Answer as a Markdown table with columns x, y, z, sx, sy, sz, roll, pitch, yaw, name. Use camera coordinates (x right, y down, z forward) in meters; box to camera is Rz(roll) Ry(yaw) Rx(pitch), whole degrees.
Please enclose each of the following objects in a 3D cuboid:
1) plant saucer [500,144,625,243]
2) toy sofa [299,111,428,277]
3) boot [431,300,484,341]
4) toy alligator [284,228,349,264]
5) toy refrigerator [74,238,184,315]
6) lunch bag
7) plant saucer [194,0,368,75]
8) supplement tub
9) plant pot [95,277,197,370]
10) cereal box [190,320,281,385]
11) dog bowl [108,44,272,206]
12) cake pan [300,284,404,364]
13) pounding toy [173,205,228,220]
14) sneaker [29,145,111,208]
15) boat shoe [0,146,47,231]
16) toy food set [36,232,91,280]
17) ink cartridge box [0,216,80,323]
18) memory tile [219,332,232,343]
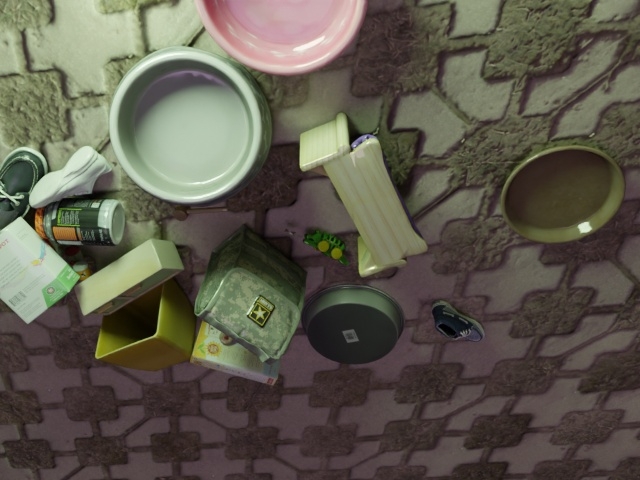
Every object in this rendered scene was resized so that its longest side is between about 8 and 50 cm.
| x | y | z | sx | sy | sz | roll | pitch | yaw | name |
| --- | --- | --- | --- | --- | --- | --- | --- | --- | --- |
| 0.556 | -0.108 | 1.578 | 0.278 | 0.041 | 0.278 | 2 | 129 | 3 | plant saucer |
| 0.104 | -0.104 | 1.550 | 0.177 | 0.150 | 0.362 | -21 | 125 | 15 | toy sofa |
| 0.376 | 0.245 | 1.855 | 0.190 | 0.086 | 0.069 | 32 | 125 | -20 | boot |
| 0.000 | 0.000 | 1.713 | 0.190 | 0.056 | 0.051 | 30 | 84 | -17 | toy alligator |
| -0.494 | 0.102 | 1.764 | 0.269 | 0.094 | 0.102 | -29 | 165 | 18 | toy refrigerator |
| -0.169 | 0.141 | 1.689 | 0.235 | 0.287 | 0.169 | 39 | 123 | -23 | lunch bag |
| -0.073 | -0.482 | 1.295 | 0.332 | 0.084 | 0.332 | 2 | 129 | 3 | plant saucer |
| -0.591 | -0.047 | 1.680 | 0.190 | 0.117 | 0.117 | 3 | 130 | 3 | supplement tub |
| -0.454 | 0.241 | 1.862 | 0.212 | 0.212 | 0.187 | -22 | 137 | 22 | plant pot |
| -0.224 | 0.291 | 1.890 | 0.240 | 0.173 | 0.047 | 19 | 135 | -9 | cereal box |
| -0.273 | -0.233 | 1.417 | 0.349 | 0.102 | 0.349 | -1 | 102 | -4 | dog bowl |
| 0.089 | 0.245 | 1.903 | 0.293 | 0.054 | 0.293 | 3 | 130 | 3 | cake pan |
| -0.283 | -0.141 | 1.588 | 0.181 | 0.094 | 0.206 | 29 | 126 | -17 | pounding toy |
| -0.593 | -0.130 | 1.625 | 0.212 | 0.080 | 0.094 | -33 | 140 | 12 | sneaker |
| -0.759 | -0.100 | 1.666 | 0.114 | 0.091 | 0.302 | 27 | 127 | -17 | boat shoe |
| -0.717 | 0.044 | 1.769 | 0.232 | 0.111 | 0.104 | -2 | 129 | 5 | toy food set |
| -0.730 | 0.073 | 1.676 | 0.154 | 0.093 | 0.212 | -36 | 109 | 14 | ink cartridge box |
| -0.227 | 0.202 | 1.850 | 0.113 | 0.012 | 0.148 | -9 | 93 | -14 | memory tile |
